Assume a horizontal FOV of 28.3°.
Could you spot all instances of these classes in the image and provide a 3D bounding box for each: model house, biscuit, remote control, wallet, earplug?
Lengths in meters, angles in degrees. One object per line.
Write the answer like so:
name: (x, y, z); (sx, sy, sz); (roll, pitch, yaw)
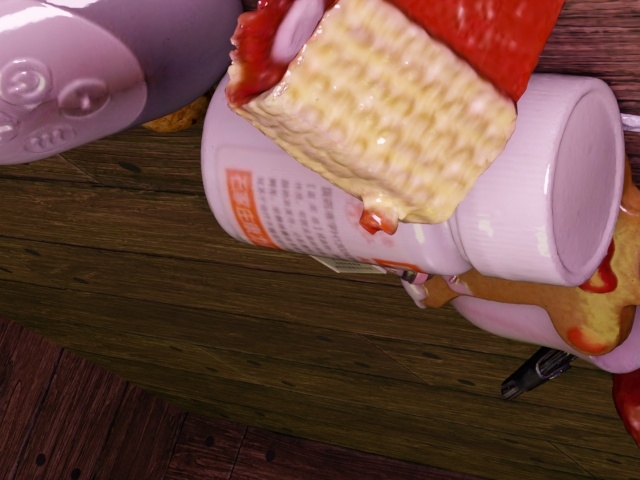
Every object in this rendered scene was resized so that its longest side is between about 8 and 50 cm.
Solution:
model house: (0.049, -0.143, 0.966); (0.196, 0.254, 0.160); (32, 160, -32)
biscuit: (0.250, 0.004, 1.328); (0.432, 0.064, 0.283); (15, 130, 32)
remote control: (-0.231, -0.173, 1.211); (0.332, 0.103, 0.221); (-22, 152, -8)
wallet: (0.349, 0.144, 1.754); (0.045, 0.172, 0.318); (52, 163, 8)
earplug: (0.268, 0.062, 1.587); (0.172, 0.172, 0.301); (30, 166, -33)

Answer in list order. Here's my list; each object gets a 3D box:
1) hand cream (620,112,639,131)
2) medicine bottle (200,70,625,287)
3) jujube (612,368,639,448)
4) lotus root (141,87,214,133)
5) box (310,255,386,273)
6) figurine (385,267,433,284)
hand cream: (0.299, -0.115, 1.227); (0.093, 0.019, 0.030); (9, 160, 9)
medicine bottle: (0.086, -0.075, 1.232); (0.371, 0.211, 0.211); (9, 161, 31)
jujube: (0.506, 0.207, 1.675); (0.232, 0.213, 0.213); (19, 165, -29)
lotus root: (-0.197, -0.188, 1.367); (0.110, 0.097, 0.258); (-22, 148, 16)
box: (0.000, 0.000, 1.875); (0.198, 0.029, 0.109); (31, 159, -37)
figurine: (0.077, -0.002, 1.382); (0.129, 0.054, 0.072); (30, 131, 10)
